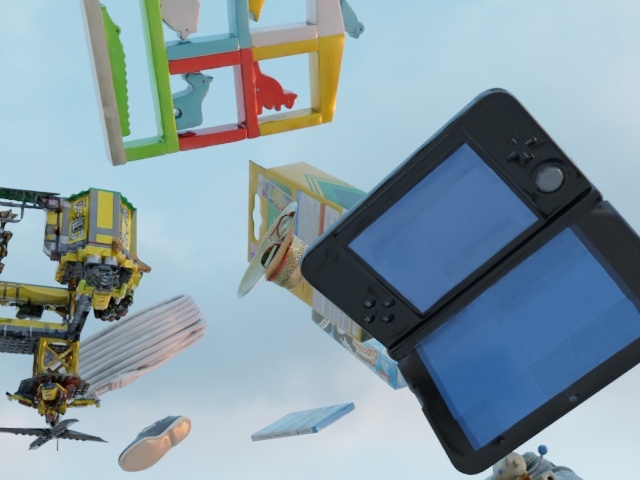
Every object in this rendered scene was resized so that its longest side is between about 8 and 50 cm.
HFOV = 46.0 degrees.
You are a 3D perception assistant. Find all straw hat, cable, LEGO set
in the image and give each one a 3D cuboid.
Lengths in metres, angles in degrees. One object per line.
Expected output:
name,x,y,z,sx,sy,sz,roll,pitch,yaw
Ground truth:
straw hat,-0.042,0.025,0.948,0.061,0.144,0.144,32,-58,-14
cable,-0.304,0.172,1.196,0.257,0.257,0.089,-29,-90,48
LEGO set,-0.295,0.079,0.574,0.331,0.192,0.255,14,-41,-31

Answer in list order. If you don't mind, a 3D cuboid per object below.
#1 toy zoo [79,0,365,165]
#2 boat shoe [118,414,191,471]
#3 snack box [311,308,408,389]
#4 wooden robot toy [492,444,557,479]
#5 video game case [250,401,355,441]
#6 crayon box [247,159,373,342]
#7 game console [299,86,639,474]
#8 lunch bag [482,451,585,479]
toy zoo,-0.084,-0.196,0.765,0.293,0.030,0.192,-14,-61,-24
boat shoe,-0.394,0.468,1.753,0.065,0.206,0.075,8,-67,38
snack box,0.136,0.178,1.488,0.187,0.322,0.060,-10,-67,-27
wooden robot toy,0.235,0.296,0.871,0.076,0.173,0.079,-11,-29,-29
video game case,-0.033,0.335,1.390,0.166,0.119,0.015,-20,-92,39
crayon box,0.000,0.000,1.242,0.083,0.323,0.203,-16,-58,-35
game console,0.161,0.044,0.758,0.293,0.173,0.250,-42,-67,17
lunch bag,0.249,0.440,1.022,0.305,0.256,0.213,-36,-88,-5
